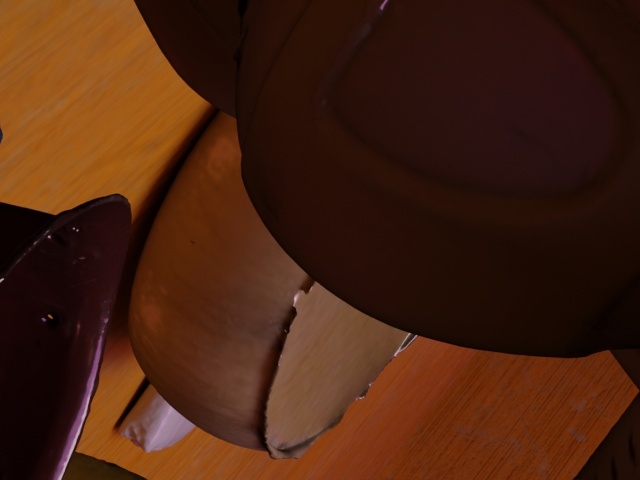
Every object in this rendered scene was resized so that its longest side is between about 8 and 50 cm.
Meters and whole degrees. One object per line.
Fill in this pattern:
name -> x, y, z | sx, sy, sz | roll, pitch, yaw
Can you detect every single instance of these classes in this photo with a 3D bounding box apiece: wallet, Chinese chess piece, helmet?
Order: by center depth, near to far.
helmet -> -0.144, 0.041, 0.583 | 0.175, 0.106, 0.155 | -64, 170, 17
Chinese chess piece -> 0.000, 0.000, 0.997 | 0.257, 0.104, 0.257 | -50, 160, -26
wallet -> -0.069, 0.062, 1.160 | 0.190, 0.033, 0.095 | -58, 167, 13

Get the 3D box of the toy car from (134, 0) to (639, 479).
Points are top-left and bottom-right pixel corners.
toy car -> 0.048, -0.061, 0.492 | 0.226, 0.336, 0.242 | -49, 168, -17

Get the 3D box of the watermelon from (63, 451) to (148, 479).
watermelon -> -0.138, 0.247, 0.940 | 0.292, 0.283, 0.250 | 0, 139, -50

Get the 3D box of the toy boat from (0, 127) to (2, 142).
toy boat -> -0.192, -0.023, 0.262 | 0.330, 0.123, 0.215 | -7, 124, -61
